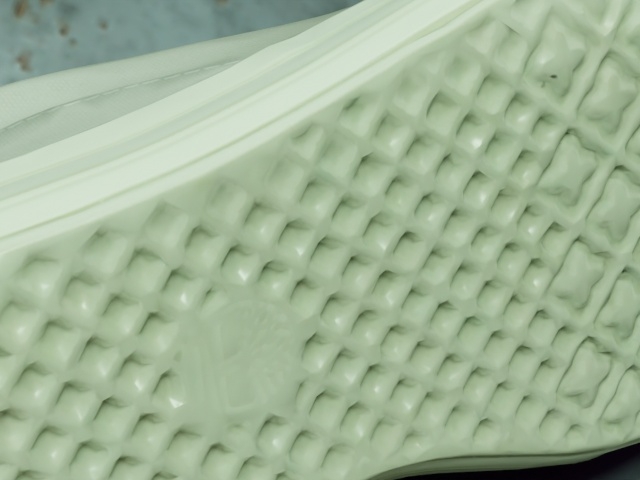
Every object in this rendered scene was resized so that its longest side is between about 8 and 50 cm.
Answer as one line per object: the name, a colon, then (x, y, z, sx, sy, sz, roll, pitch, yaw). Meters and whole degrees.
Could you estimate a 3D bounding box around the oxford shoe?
oxford shoe: (0.000, 0.000, 0.504, 0.449, 0.130, 0.169, -20, 114, -27)
